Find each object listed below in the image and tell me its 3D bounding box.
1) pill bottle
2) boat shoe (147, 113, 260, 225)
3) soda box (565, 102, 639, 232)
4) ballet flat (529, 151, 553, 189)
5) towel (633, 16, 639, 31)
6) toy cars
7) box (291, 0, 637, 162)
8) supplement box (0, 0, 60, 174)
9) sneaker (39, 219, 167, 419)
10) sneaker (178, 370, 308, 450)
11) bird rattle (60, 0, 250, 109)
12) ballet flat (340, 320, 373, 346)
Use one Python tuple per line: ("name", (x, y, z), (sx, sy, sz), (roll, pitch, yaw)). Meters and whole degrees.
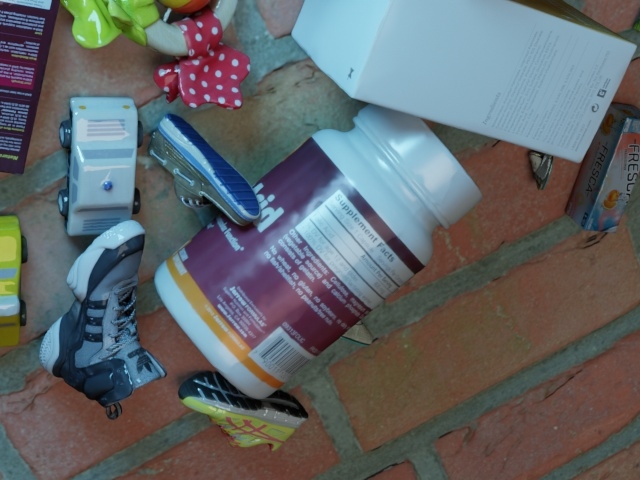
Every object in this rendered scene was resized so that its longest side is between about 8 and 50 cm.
("pill bottle", (0.000, 0.000, 1.650), (0.392, 0.224, 0.224), (-40, 125, 3))
("boat shoe", (-0.146, -0.075, 1.589), (0.066, 0.183, 0.066), (-51, 154, 20))
("soda box", (0.422, -0.105, 1.863), (0.058, 0.063, 0.183), (4, 116, -25))
("ballet flat", (0.320, -0.128, 1.829), (0.041, 0.041, 0.114), (8, 114, -26))
("towel", (0.521, -0.389, 1.772), (0.102, 0.021, 0.237), (9, 113, -33))
("toy cars", (-0.340, -0.005, 1.588), (0.393, 0.087, 0.176), (-45, 125, 6))
("box", (0.174, -0.246, 1.588), (0.345, 0.215, 0.168), (12, 112, -28))
("supplement box", (-0.385, -0.202, 1.466), (0.130, 0.073, 0.239), (7, 114, -26))
("sneaker", (-0.250, 0.107, 1.622), (0.101, 0.153, 0.268), (-26, 152, -52))
("sneaker", (-0.119, 0.256, 1.834), (0.209, 0.081, 0.094), (22, 110, -31))
("bird rattle", (-0.163, -0.273, 1.492), (0.254, 0.143, 0.206), (26, 89, -35))
("ballet flat", (0.014, 0.108, 1.822), (0.168, 0.057, 0.052), (18, 100, -30))
